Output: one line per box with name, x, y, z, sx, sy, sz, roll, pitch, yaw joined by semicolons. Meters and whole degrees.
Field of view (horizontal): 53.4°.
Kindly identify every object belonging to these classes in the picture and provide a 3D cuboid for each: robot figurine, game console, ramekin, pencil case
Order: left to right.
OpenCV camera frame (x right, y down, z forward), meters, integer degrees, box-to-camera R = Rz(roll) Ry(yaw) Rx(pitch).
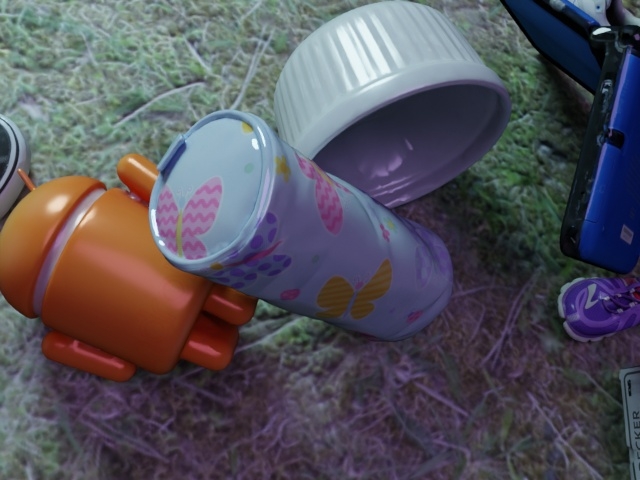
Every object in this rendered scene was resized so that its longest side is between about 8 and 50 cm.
robot figurine;-0.160;0.025;0.519;0.220;0.158;0.128;25;47;-5
pencil case;0.000;0.000;0.504;0.113;0.273;0.124;-42;54;18
ramekin;0.055;-0.118;0.581;0.207;0.207;0.109;-15;68;-18
game console;0.229;-0.112;0.617;0.174;0.293;0.250;15;93;33

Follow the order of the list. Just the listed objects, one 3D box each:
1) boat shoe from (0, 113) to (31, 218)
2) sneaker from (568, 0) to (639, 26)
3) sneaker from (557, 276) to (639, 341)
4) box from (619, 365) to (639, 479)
boat shoe;-0.377;-0.019;0.492;0.306;0.105;0.113;-32;83;-20
sneaker;0.309;-0.294;0.759;0.191;0.083;0.071;41;70;3
sneaker;0.323;0.059;0.656;0.170;0.071;0.068;-9;75;-16
box;0.436;0.211;0.596;0.290;0.087;0.169;10;69;-14
